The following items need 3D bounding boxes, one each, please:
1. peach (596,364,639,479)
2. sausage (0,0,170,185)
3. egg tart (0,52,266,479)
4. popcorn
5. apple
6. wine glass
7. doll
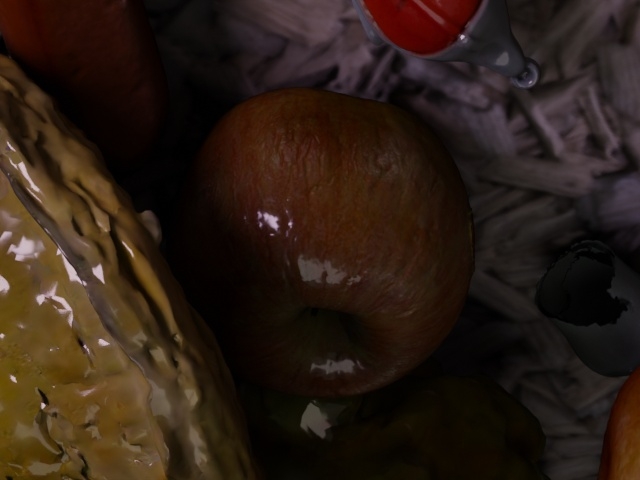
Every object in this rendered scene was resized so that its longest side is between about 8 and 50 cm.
[{"bbox_3d":[0.336,0.166,1.244,0.332,0.308,0.308,2,137,25],"label":"peach"},{"bbox_3d":[-0.167,-0.179,1.193,0.094,0.097,0.348,-34,136,-20],"label":"sausage"},{"bbox_3d":[-0.197,0.073,1.238,0.178,0.443,0.443,-29,136,-16],"label":"egg tart"},{"bbox_3d":[0.034,0.227,1.458,0.321,0.290,0.326,19,115,-9],"label":"popcorn"},{"bbox_3d":[0.000,0.000,1.295,0.211,0.188,0.211,2,138,2],"label":"apple"},{"bbox_3d":[0.241,0.082,1.423,0.079,0.079,0.195,-27,127,30],"label":"wine glass"},{"bbox_3d":[0.052,-0.169,1.194,0.227,0.075,0.102,36,119,-15],"label":"doll"}]
